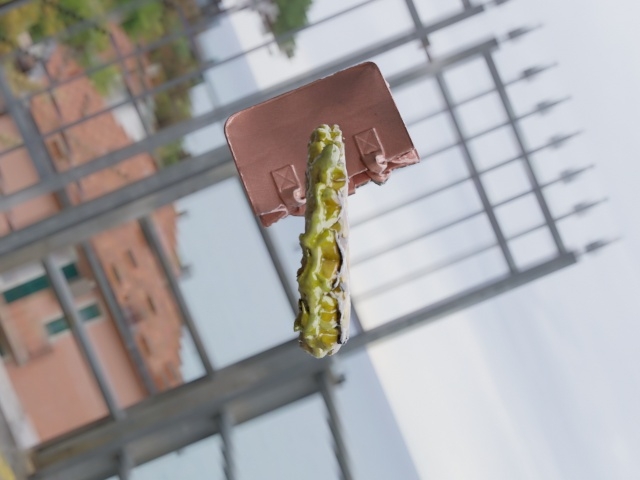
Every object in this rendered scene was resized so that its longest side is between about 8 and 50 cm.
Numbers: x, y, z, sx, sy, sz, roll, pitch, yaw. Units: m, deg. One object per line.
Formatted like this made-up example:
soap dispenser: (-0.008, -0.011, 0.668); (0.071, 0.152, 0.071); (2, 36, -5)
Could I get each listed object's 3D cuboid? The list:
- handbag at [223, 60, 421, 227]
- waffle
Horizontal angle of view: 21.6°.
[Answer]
handbag: (0.000, -0.118, 2.057); (0.059, 0.212, 0.157); (64, 4, -60)
waffle: (0.000, 0.000, 1.733); (0.243, 0.059, 0.238); (-103, -167, -84)
